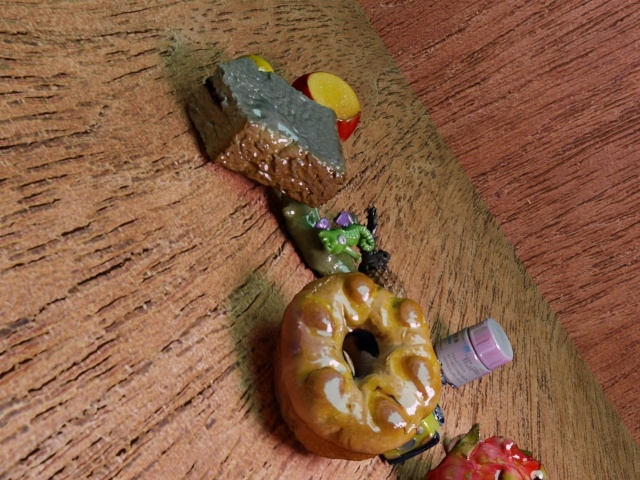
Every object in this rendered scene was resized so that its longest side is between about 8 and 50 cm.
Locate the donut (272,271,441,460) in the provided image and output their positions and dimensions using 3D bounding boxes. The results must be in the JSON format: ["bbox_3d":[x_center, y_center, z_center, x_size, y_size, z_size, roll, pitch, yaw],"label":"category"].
[{"bbox_3d":[0.054,0.210,1.309,0.299,0.150,0.317,41,51,4],"label":"donut"}]

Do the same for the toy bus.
[{"bbox_3d":[0.162,0.308,1.559,0.150,0.128,0.262,52,23,-15],"label":"toy bus"}]

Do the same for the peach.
[{"bbox_3d":[0.007,-0.329,1.925,0.190,0.192,0.190,-4,96,-39],"label":"peach"}]

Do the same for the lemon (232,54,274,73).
[{"bbox_3d":[-0.157,-0.366,1.757,0.133,0.109,0.109,52,19,-54],"label":"lemon"}]

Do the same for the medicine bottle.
[{"bbox_3d":[0.396,0.290,1.996,0.135,0.168,0.135,45,27,-31],"label":"medicine bottle"}]

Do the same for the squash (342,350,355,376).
[{"bbox_3d":[0.026,0.249,1.420,0.200,0.075,0.090,-25,107,-65],"label":"squash"}]

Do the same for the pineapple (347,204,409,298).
[{"bbox_3d":[0.118,0.050,1.777,0.130,0.119,0.277,50,19,-49],"label":"pineapple"}]

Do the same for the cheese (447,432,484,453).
[{"bbox_3d":[0.331,0.546,1.667,0.163,0.082,0.286,53,25,-12],"label":"cheese"}]

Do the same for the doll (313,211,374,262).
[{"bbox_3d":[0.057,-0.005,1.622,0.115,0.050,0.190,59,31,8],"label":"doll"}]

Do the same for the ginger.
[{"bbox_3d":[0.001,0.005,1.663,0.290,0.089,0.137,50,43,-9],"label":"ginger"}]

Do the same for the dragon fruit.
[{"bbox_3d":[0.316,0.501,1.472,0.303,0.231,0.237,-7,47,-47],"label":"dragon fruit"}]

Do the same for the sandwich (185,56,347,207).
[{"bbox_3d":[-0.108,-0.236,1.586,0.325,0.131,0.262,26,35,-25],"label":"sandwich"}]
